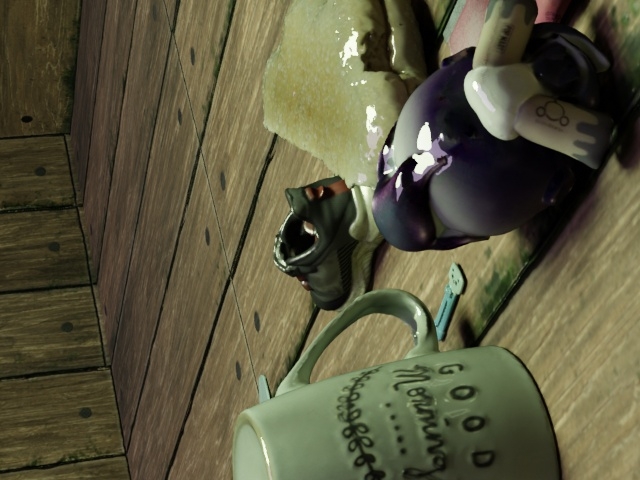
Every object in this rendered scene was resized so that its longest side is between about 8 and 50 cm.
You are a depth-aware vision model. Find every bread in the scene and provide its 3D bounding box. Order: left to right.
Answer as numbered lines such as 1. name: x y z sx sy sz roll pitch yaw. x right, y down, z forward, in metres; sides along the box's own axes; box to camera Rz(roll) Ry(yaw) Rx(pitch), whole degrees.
1. bread: 0.027 -0.163 1.246 0.337 0.102 0.183 -140 47 -64

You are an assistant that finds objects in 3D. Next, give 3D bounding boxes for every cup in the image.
1. cup: 0.046 0.160 1.079 0.186 0.234 0.258 112 149 -54

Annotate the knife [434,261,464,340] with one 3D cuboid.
1. knife: 0.117 0.060 1.183 0.096 0.010 0.027 102 155 -44

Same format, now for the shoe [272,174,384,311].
1. shoe: 0.000 0.000 1.360 0.227 0.112 0.099 112 146 -52

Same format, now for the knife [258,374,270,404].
1. knife: -0.071 0.359 1.816 0.080 0.044 0.331 171 96 -73

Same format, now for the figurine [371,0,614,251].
1. figurine: 0.118 -0.065 0.947 0.222 0.145 0.145 122 139 -60

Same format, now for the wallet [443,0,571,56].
1. wallet: 0.151 -0.189 0.981 0.232 0.025 0.119 111 147 -56
